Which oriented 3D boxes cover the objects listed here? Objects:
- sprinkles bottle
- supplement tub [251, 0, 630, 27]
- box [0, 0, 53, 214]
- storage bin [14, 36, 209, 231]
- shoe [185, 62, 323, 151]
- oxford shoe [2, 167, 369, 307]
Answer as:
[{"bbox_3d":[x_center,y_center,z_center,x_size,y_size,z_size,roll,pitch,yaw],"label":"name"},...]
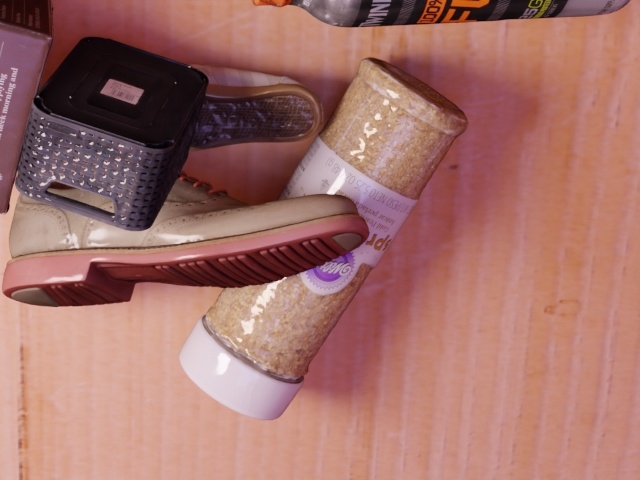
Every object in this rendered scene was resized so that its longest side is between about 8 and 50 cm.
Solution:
[{"bbox_3d":[0.000,0.000,1.469,0.121,0.121,0.355,28,103,-19],"label":"sprinkles bottle"},{"bbox_3d":[0.104,-0.293,1.329,0.338,0.207,0.207,-4,111,-8],"label":"supplement tub"},{"bbox_3d":[-0.349,-0.144,1.323,0.203,0.167,0.168,14,108,-15],"label":"box"},{"bbox_3d":[-0.178,-0.097,1.321,0.122,0.180,0.084,19,118,-1],"label":"storage bin"},{"bbox_3d":[-0.105,-0.126,1.434,0.219,0.058,0.076,3,117,4],"label":"shoe"},{"bbox_3d":[-0.129,-0.023,1.389,0.348,0.123,0.130,-6,73,11],"label":"oxford shoe"}]
